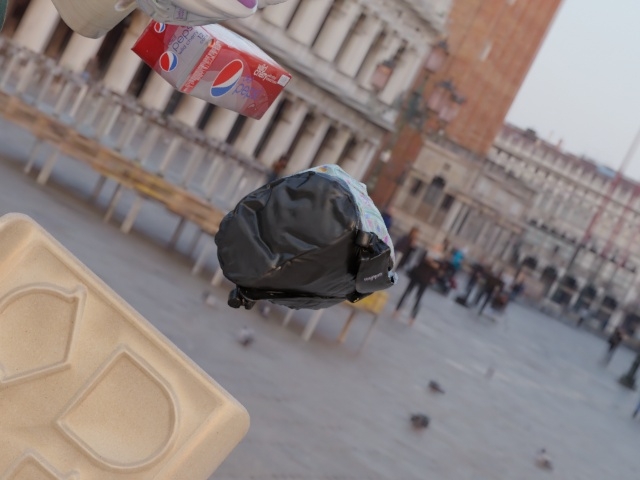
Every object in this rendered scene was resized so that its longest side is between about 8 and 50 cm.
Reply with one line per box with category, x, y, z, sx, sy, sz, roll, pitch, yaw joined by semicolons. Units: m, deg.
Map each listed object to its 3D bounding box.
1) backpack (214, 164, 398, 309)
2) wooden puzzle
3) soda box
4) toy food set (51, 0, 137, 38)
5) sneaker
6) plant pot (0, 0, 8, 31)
backpack;0.000;0.000;1.111;0.151;0.115;0.182;-19;-16;18
wooden puzzle;-0.301;0.196;1.293;0.348;0.322;0.080;42;-6;-5
soda box;-0.138;-0.234;1.608;0.092;0.083;0.263;42;10;17
toy food set;-0.341;-0.485;1.802;0.306;0.219;0.092;59;29;2
sneaker;-0.127;-0.247;1.175;0.152;0.114;0.305;-18;2;16
plant pot;-0.543;-0.294;1.189;0.341;0.341;0.334;29;37;33
